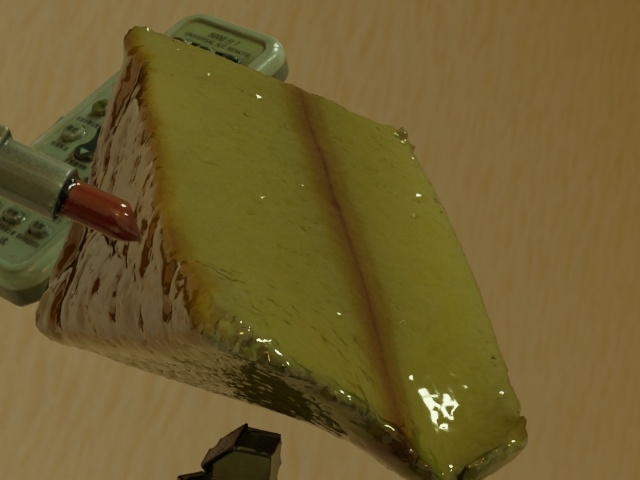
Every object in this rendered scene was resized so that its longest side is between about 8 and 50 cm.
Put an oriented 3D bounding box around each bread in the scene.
[{"bbox_3d":[0.000,0.000,0.858,0.233,0.245,0.361,20,-8,-22],"label":"bread"}]

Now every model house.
[{"bbox_3d":[-0.059,0.161,0.884,0.058,0.083,0.057,9,22,12],"label":"model house"}]

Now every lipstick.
[{"bbox_3d":[-0.130,-0.030,0.590,0.129,0.030,0.030,25,-17,1],"label":"lipstick"}]

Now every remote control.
[{"bbox_3d":[-0.170,-0.073,1.226,0.128,0.335,0.066,23,-35,36],"label":"remote control"}]
